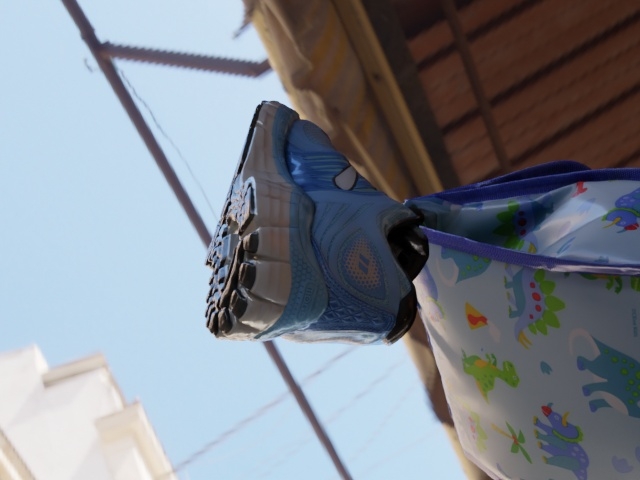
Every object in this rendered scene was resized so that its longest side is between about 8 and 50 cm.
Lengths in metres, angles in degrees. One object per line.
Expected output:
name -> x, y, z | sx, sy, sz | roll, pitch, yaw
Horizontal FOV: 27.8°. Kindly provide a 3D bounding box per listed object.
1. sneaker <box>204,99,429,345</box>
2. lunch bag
sneaker -> 0.000, 0.000, 0.464 | 0.073, 0.162, 0.063 | 17, -69, -9
lunch bag -> 0.108, 0.041, 0.518 | 0.096, 0.151, 0.128 | -41, -59, -45
